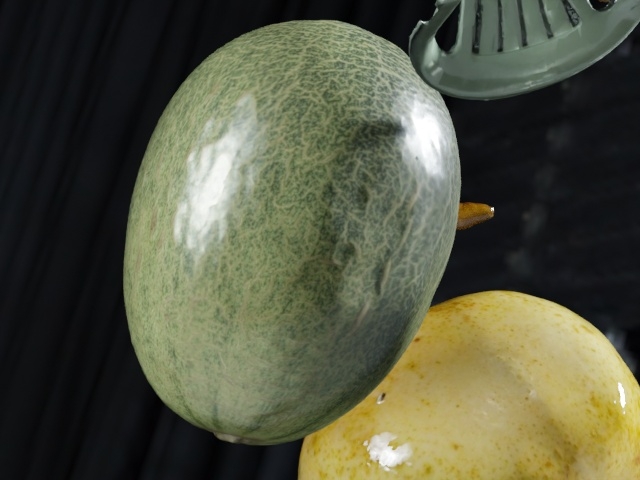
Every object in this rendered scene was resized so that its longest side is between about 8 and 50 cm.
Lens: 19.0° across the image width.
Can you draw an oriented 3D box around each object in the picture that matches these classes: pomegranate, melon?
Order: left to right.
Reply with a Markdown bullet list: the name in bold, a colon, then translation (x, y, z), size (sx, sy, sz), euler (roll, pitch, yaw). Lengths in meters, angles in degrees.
- **melon**: translation (-0.024, -0.008, 1.441), size (0.248, 0.329, 0.248), euler (19, -11, 4)
- **pomegranate**: translation (0.179, 0.262, 2.077), size (0.417, 0.416, 0.416), euler (17, -18, 5)

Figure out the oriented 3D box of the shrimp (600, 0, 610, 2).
- **shrimp**: translation (0.205, -0.304, 1.826), size (0.251, 0.052, 0.143), euler (35, -12, 46)

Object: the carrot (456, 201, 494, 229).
- **carrot**: translation (0.000, 0.000, 1.822), size (0.336, 0.069, 0.069), euler (-9, -21, 2)

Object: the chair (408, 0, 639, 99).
- **chair**: translation (0.138, -0.245, 1.302), size (0.203, 0.274, 0.190), euler (-14, 0, -15)
